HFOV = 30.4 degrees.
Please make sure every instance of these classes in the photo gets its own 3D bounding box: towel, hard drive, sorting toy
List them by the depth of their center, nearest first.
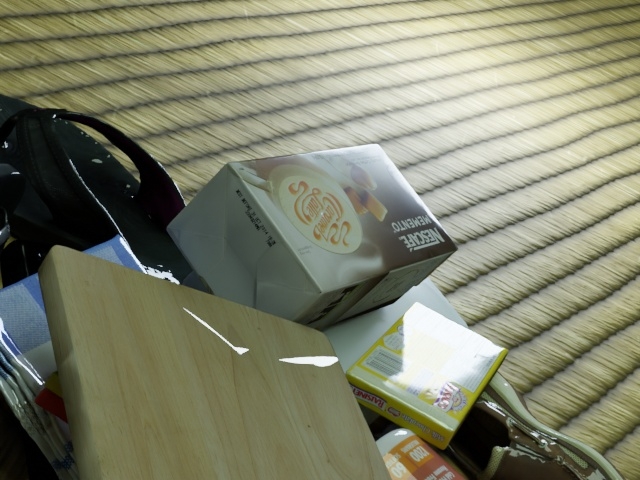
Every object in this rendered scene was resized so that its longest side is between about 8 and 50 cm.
[{"bbox_3d":[-0.077,0.150,0.815,0.255,0.089,0.257,21,29,-36],"label":"sorting toy"},{"bbox_3d":[-0.134,0.133,0.913,0.285,0.034,0.209,52,33,5],"label":"towel"},{"bbox_3d":[0.020,0.070,1.151,0.203,0.040,0.307,51,30,8],"label":"hard drive"}]

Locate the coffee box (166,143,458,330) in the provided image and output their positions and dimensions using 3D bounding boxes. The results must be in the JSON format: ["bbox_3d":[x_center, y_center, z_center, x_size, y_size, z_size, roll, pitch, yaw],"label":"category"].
[{"bbox_3d":[0.000,0.000,1.068,0.141,0.098,0.246,55,31,15],"label":"coffee box"}]

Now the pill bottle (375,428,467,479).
[{"bbox_3d":[0.106,0.261,0.931,0.216,0.121,0.121,40,34,19],"label":"pill bottle"}]

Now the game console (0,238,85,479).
[{"bbox_3d":[-0.267,0.083,0.881,0.361,0.044,0.213,15,47,-40],"label":"game console"}]

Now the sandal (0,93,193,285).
[{"bbox_3d":[-0.192,-0.032,1.132,0.445,0.107,0.167,39,34,14],"label":"sandal"}]

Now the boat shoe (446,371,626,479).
[{"bbox_3d":[0.184,0.213,1.093,0.095,0.095,0.257,-5,33,-42],"label":"boat shoe"}]

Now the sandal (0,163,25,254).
[{"bbox_3d":[-0.314,0.029,0.976,0.054,0.097,0.254,27,42,2],"label":"sandal"}]

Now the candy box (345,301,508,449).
[{"bbox_3d":[0.100,0.118,1.076,0.105,0.027,0.206,30,23,13],"label":"candy box"}]
